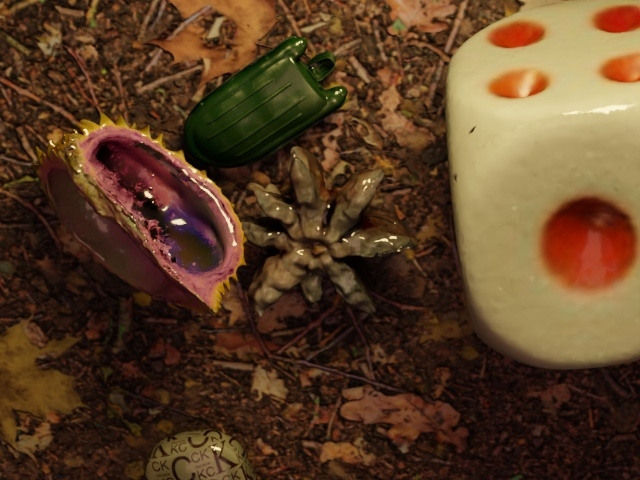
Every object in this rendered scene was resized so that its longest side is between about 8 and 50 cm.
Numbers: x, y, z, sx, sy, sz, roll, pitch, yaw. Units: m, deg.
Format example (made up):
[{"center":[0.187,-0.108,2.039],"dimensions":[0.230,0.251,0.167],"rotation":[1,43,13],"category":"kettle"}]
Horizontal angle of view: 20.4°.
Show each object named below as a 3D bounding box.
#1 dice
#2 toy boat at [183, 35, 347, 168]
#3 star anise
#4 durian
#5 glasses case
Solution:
[{"center":[0.279,-0.065,1.888],"dimensions":[0.277,0.304,0.304],"rotation":[-7,118,11],"category":"dice"},{"center":[-0.068,-0.149,2.021],"dimensions":[0.210,0.052,0.104],"rotation":[-33,114,23],"category":"toy boat"},{"center":[0.000,0.000,2.073],"dimensions":[0.236,0.093,0.229],"rotation":[-34,110,20],"category":"star anise"},{"center":[-0.216,-0.026,2.057],"dimensions":[0.186,0.154,0.260],"rotation":[-25,101,37],"category":"durian"},{"center":[-0.123,0.399,2.312],"dimensions":[0.137,0.085,0.354],"rotation":[-12,117,11],"category":"glasses case"}]
